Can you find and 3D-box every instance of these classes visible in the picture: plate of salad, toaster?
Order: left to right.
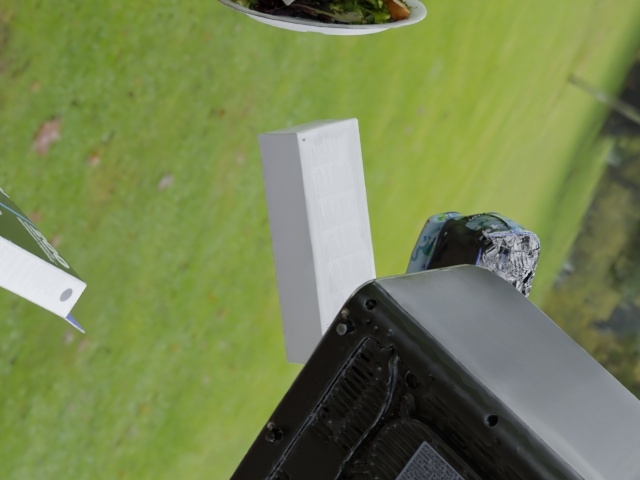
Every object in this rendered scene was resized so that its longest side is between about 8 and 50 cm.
[{"bbox_3d":[0.000,-0.230,1.442,0.200,0.199,0.048,-41,141,-60],"label":"plate of salad"},{"bbox_3d":[0.062,0.123,0.684,0.110,0.185,0.168,-16,143,-54],"label":"toaster"}]

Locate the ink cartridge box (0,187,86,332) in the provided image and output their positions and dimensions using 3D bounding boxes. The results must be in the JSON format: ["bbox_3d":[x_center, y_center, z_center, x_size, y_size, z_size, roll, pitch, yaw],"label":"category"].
[{"bbox_3d":[-0.294,-0.025,1.366,0.045,0.206,0.208,-44,154,0],"label":"ink cartridge box"}]

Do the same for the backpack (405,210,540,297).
[{"bbox_3d":[0.130,0.023,1.350,0.114,0.084,0.105,-6,119,-50],"label":"backpack"}]

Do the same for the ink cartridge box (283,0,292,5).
[{"bbox_3d":[0.036,-0.331,1.447,0.255,0.189,0.097,-39,151,2],"label":"ink cartridge box"}]

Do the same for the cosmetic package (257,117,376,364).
[{"bbox_3d":[0.000,0.000,1.611,0.099,0.060,0.239,-18,105,-50],"label":"cosmetic package"}]
